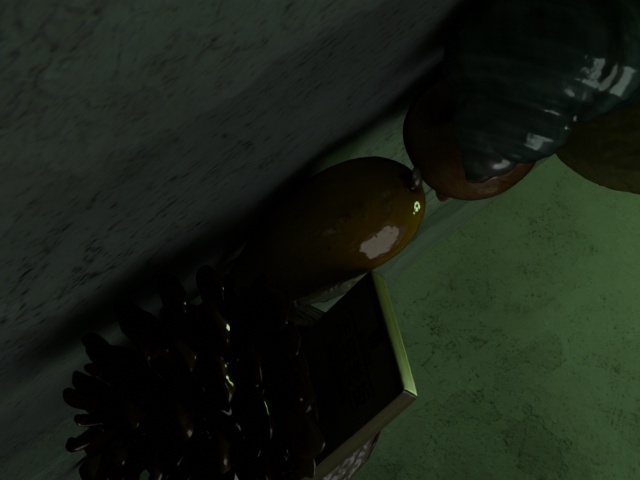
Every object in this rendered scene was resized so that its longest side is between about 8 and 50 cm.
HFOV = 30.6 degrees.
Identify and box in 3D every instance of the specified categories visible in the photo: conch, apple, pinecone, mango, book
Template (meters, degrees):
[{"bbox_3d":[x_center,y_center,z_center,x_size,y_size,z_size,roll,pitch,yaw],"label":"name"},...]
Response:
[{"bbox_3d":[0.212,-0.172,1.100,0.277,0.195,0.220,-61,-154,-9],"label":"conch"},{"bbox_3d":[0.159,-0.114,1.240,0.146,0.146,0.131,-40,146,18],"label":"apple"},{"bbox_3d":[-0.124,0.150,1.136,0.264,0.264,0.264,-37,173,-6],"label":"pinecone"},{"bbox_3d":[0.000,0.000,1.279,0.176,0.119,0.317,-33,178,-44],"label":"mango"},{"bbox_3d":[0.003,0.160,1.210,0.026,0.161,0.231,22,127,-33],"label":"book"}]

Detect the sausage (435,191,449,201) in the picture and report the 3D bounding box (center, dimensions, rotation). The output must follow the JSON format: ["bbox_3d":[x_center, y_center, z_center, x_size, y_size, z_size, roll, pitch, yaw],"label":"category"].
[{"bbox_3d":[0.264,-0.122,2.093,0.147,0.035,0.030,-42,-157,18],"label":"sausage"}]

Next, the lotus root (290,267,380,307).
[{"bbox_3d":[-0.003,0.035,1.446,0.144,0.070,0.143,-30,-150,8],"label":"lotus root"}]

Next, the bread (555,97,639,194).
[{"bbox_3d":[0.400,-0.185,1.325,0.321,0.237,0.320,-1,-161,0],"label":"bread"}]

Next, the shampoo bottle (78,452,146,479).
[{"bbox_3d":[-0.288,0.351,2.174,0.350,0.084,0.125,-33,169,-28],"label":"shampoo bottle"}]

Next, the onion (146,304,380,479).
[{"bbox_3d":[-0.099,0.196,1.487,0.337,0.260,0.281,-15,120,-41],"label":"onion"}]
